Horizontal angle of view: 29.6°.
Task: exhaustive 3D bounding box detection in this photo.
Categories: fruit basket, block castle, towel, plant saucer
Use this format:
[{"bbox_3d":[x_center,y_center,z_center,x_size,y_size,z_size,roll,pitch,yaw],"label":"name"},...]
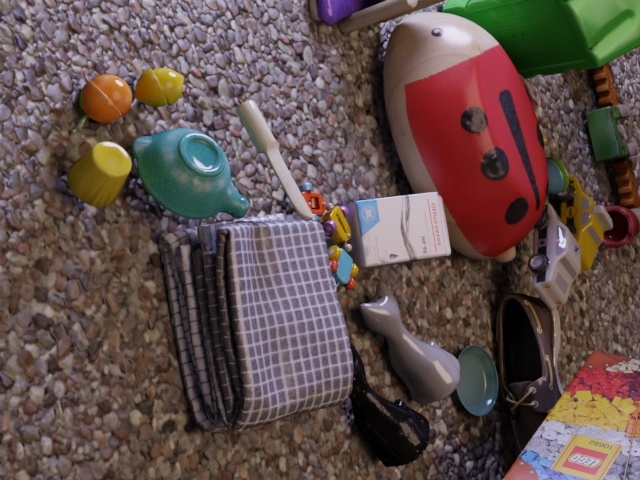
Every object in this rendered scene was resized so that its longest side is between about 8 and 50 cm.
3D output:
[{"bbox_3d":[0.440,-0.470,2.142,0.283,0.392,0.392,58,46,-21],"label":"fruit basket"},{"bbox_3d":[0.653,-0.229,2.368,0.213,0.303,0.453,-12,90,-54],"label":"block castle"},{"bbox_3d":[-0.075,0.103,1.643,0.235,0.121,0.283,-7,86,-48],"label":"towel"},{"bbox_3d":[0.256,0.236,2.039,0.119,0.021,0.119,13,72,-44],"label":"plant saucer"}]

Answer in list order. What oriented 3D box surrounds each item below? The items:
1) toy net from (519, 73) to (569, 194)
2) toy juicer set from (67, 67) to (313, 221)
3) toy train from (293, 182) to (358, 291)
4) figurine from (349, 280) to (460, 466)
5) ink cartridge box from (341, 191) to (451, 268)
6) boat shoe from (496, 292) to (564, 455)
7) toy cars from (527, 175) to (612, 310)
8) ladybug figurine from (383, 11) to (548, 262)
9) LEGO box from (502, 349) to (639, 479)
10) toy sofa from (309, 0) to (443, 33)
[{"bbox_3d":[0.374,-0.192,2.163,0.045,0.122,0.232,-22,111,-24],"label":"toy net"},{"bbox_3d":[-0.179,-0.122,1.597,0.329,0.089,0.209,9,56,-33],"label":"toy juicer set"},{"bbox_3d":[0.000,0.000,1.796,0.125,0.046,0.166,-6,83,-56],"label":"toy train"},{"bbox_3d":[0.102,0.195,1.843,0.209,0.092,0.215,52,47,-20],"label":"figurine"},{"bbox_3d":[0.131,-0.018,1.885,0.180,0.060,0.104,-8,86,-23],"label":"ink cartridge box"},{"bbox_3d":[0.359,0.249,2.081,0.097,0.117,0.324,18,64,-43],"label":"boat shoe"},{"bbox_3d":[0.461,-0.008,2.202,0.394,0.087,0.176,-34,107,-61],"label":"toy cars"},{"bbox_3d":[0.261,-0.177,2.034,0.305,0.162,0.449,-35,107,-46],"label":"ladybug figurine"},{"bbox_3d":[0.479,0.496,1.981,0.372,0.193,0.500,-41,131,-44],"label":"LEGO box"},{"bbox_3d":[0.059,-0.521,1.907,0.177,0.150,0.362,-16,93,-49],"label":"toy sofa"}]
